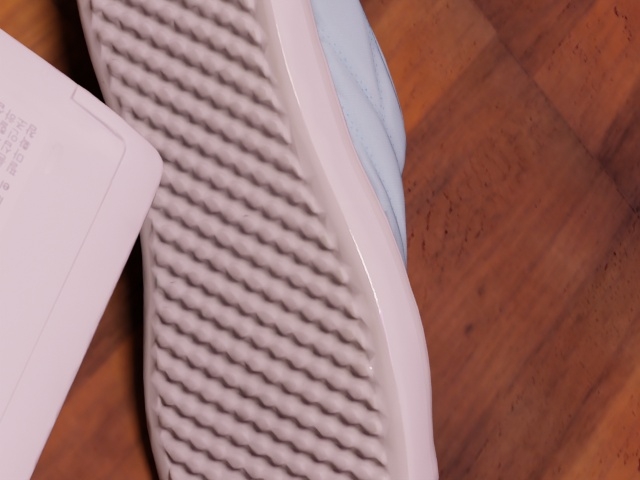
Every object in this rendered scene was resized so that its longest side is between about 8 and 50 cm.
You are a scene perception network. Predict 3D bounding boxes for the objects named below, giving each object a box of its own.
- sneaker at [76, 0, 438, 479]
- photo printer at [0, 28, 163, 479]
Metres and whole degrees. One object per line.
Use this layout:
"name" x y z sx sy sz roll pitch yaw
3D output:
"sneaker" 0.000 0.000 0.732 0.150 0.135 0.366 -4 83 -58
"photo printer" -0.213 0.033 0.557 0.256 0.107 0.307 35 53 -23
